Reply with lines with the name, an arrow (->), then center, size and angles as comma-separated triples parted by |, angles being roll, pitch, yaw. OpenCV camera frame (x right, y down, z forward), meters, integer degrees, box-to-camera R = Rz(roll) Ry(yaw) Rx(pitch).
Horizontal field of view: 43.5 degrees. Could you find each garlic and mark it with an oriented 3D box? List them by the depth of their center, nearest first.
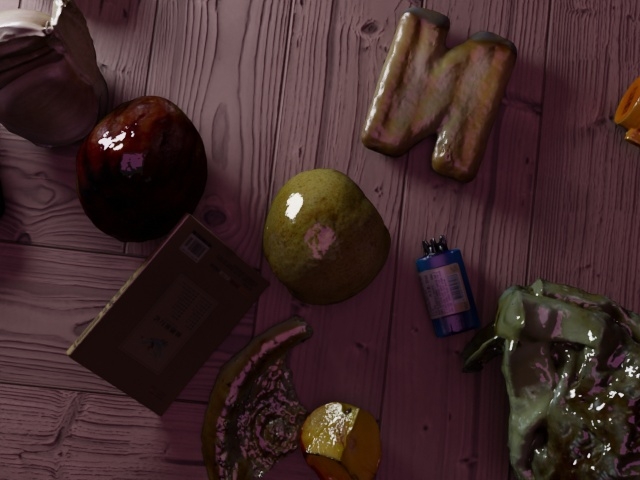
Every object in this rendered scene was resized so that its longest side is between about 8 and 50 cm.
garlic -> -0.488, -0.280, 1.372 | 0.291, 0.237, 0.210 | -22, 76, 27

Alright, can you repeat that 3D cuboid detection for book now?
book -> -0.257, 0.133, 1.398 | 0.310, 0.021, 0.217 | -50, 122, -6

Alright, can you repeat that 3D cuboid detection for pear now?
pear -> 0.000, 0.000, 1.395 | 0.211, 0.188, 0.228 | -43, 89, -14

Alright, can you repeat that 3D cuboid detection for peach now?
peach -> 0.041, 0.360, 1.409 | 0.151, 0.118, 0.151 | -1, 58, 2

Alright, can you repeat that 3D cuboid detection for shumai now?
shumai -> 0.413, 0.219, 1.326 | 0.395, 0.395, 0.348 | -43, 91, -6

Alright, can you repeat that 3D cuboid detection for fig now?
fig -> -0.305, -0.128, 1.375 | 0.223, 0.224, 0.263 | 21, 78, -2

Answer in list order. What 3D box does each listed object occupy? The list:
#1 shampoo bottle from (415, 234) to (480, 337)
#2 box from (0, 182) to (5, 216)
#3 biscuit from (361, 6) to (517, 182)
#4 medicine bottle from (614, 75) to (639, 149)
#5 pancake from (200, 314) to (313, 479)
shampoo bottle -> 0.230, 0.081, 1.474 | 0.087, 0.050, 0.183 | -15, 87, -3
box -> -0.726, -0.136, 1.416 | 0.289, 0.073, 0.289 | -14, 86, -5
biscuit -> 0.222, -0.271, 1.497 | 0.236, 0.062, 0.291 | 18, 84, -3
medicine bottle -> 0.676, -0.216, 1.498 | 0.222, 0.112, 0.149 | 26, 84, -1
pancake -> -0.106, 0.311, 1.431 | 0.197, 0.054, 0.377 | 17, 85, -3
